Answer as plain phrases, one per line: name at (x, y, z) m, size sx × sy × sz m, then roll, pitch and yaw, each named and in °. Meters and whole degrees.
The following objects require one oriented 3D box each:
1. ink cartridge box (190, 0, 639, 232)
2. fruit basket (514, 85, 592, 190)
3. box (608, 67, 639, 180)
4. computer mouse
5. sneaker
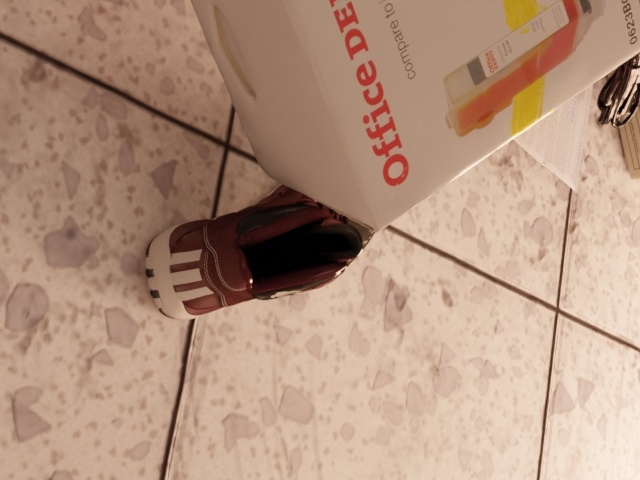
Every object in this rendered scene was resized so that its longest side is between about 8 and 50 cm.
ink cartridge box at (0.104, -0.229, 1.110) m, size 0.385 × 0.160 × 0.279 m, roll -34°, pitch 124°, yaw -18°
fruit basket at (0.230, -0.250, 1.513) m, size 0.353 × 0.166 × 0.327 m, roll 28°, pitch 70°, yaw -65°
box at (0.476, -0.166, 1.667) m, size 0.127 × 0.232 × 0.148 m, roll -18°, pitch 97°, yaw -44°
computer mouse at (0.369, -0.273, 1.626) m, size 0.188 × 0.072 × 0.272 m, roll 98°, pitch 1°, yaw -49°
sneaker at (0.000, 0.000, 1.217) m, size 0.281 × 0.163 × 0.106 m, roll -25°, pitch 102°, yaw -44°
